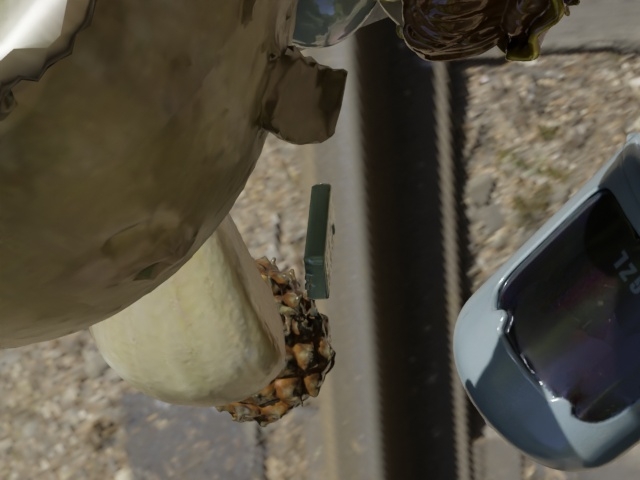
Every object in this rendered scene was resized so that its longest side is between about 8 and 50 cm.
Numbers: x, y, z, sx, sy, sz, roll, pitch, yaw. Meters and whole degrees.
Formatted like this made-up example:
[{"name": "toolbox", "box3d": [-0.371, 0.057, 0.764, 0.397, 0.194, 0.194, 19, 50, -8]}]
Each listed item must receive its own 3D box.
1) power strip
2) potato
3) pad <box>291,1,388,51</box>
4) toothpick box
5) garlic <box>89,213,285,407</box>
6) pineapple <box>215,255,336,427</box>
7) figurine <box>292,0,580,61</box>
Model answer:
[{"name": "power strip", "box3d": [0.000, 0.000, 1.136, 0.016, 0.090, 0.040, 0, 132, 6]}, {"name": "potato", "box3d": [-0.144, -0.163, 0.721, 0.385, 0.319, 0.442, -1, 74, 22]}, {"name": "pad", "box3d": [0.093, -0.261, 1.547, 0.009, 0.265, 0.159, 58, 154, 16]}, {"name": "toothpick box", "box3d": [0.295, 0.084, 1.666, 0.263, 0.263, 0.354, 49, 119, 9]}, {"name": "garlic", "box3d": [-0.102, 0.035, 1.276, 0.145, 0.164, 0.245, 7, 143, 22]}, {"name": "pineapple", "box3d": [-0.079, 0.086, 1.632, 0.166, 0.166, 0.193, -34, 109, 34]}, {"name": "figurine", "box3d": [0.057, -0.194, 1.149, 0.189, 0.263, 0.142, -121, 41, -51]}]
